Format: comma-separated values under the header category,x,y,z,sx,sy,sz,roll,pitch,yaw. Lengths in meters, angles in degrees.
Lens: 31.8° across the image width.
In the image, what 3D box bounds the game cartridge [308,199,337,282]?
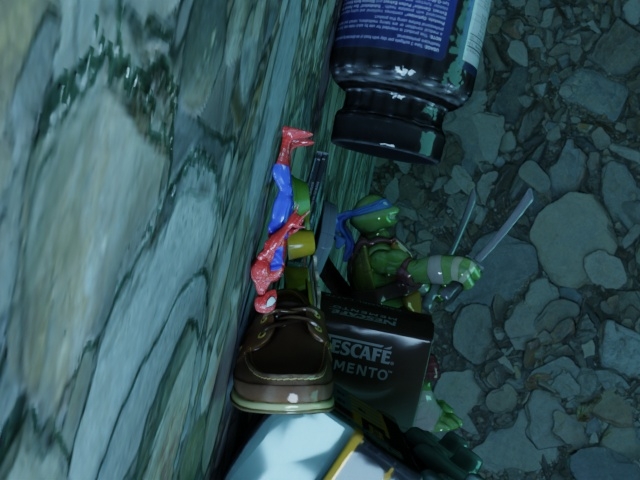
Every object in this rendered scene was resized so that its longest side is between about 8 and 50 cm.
category,x,y,z,sx,sy,sz,roll,pitch,yaw
game cartridge,0.000,0.000,1.068,0.083,0.017,0.056,-84,-170,-56

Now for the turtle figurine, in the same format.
category,x,y,z,sx,sy,sz,roll,pitch,yaw
turtle figurine,0.144,0.072,1.287,0.198,0.275,0.266,-2,-85,57

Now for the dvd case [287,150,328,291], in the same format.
category,x,y,z,sx,sy,sz,roll,pitch,yaw
dvd case,-0.013,-0.007,0.995,0.087,0.013,0.119,97,7,-59

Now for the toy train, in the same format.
category,x,y,z,sx,sy,sz,roll,pitch,yaw
toy train,0.028,0.184,0.844,0.142,0.190,0.334,-54,179,0

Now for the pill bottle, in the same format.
category,x,y,z,sx,sy,sz,roll,pitch,yaw
pill bottle,0.076,-0.179,0.932,0.123,0.123,0.219,31,71,-86

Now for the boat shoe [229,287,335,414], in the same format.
category,x,y,z,sx,sy,sz,roll,pitch,yaw
boat shoe,-0.024,0.069,0.711,0.178,0.064,0.060,-114,-154,-83

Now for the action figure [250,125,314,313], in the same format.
category,x,y,z,sx,sy,sz,roll,pitch,yaw
action figure,-0.024,-0.011,0.700,0.038,0.030,0.115,115,-10,-83

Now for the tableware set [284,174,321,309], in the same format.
category,x,y,z,sx,sy,sz,roll,pitch,yaw
tableware set,-0.018,0.017,0.846,0.154,0.024,0.104,93,-9,-70

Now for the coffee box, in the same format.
category,x,y,z,sx,sy,sz,roll,pitch,yaw
coffee box,0.016,0.183,1.072,0.098,0.141,0.246,-58,159,-78
